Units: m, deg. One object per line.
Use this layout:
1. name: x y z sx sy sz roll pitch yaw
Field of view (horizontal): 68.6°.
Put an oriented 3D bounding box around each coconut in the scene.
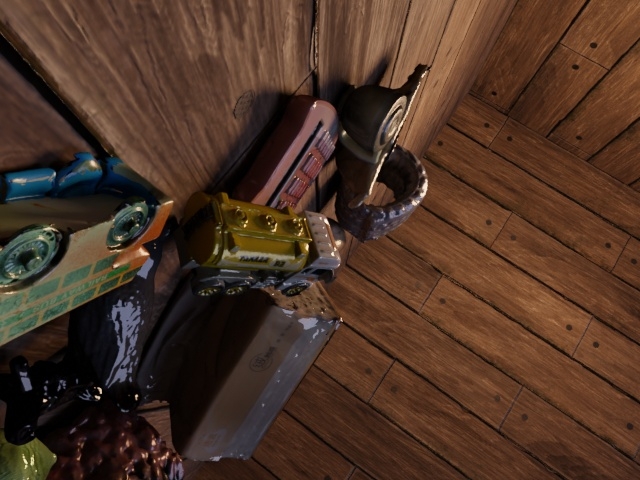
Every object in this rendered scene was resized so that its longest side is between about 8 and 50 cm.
1. coconut: -0.306 0.223 0.447 0.096 0.087 0.087 -2 132 -42

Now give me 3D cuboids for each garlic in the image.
1. garlic: 0.004 -0.001 1.247 0.267 0.149 0.128 -21 108 -67

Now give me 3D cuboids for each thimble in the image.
1. thimble: 0.147 -0.116 1.187 0.236 0.205 0.172 -61 175 -27

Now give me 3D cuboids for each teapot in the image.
1. teapot: 0.084 -0.217 0.830 0.111 0.108 0.149 -57 166 -3

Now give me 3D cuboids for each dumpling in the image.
1. dumpling: 0.102 -0.220 0.970 0.332 0.086 0.166 -62 -161 -8

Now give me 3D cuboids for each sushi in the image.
1. sushi: -0.310 0.358 0.622 0.236 0.171 0.270 -46 168 -49

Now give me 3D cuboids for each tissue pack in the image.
1. tissue pack: -0.154 0.162 0.752 0.305 0.239 0.238 -58 171 16

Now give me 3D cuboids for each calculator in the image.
1. calculator: -0.045 -0.112 0.741 0.220 0.048 0.330 -57 173 4

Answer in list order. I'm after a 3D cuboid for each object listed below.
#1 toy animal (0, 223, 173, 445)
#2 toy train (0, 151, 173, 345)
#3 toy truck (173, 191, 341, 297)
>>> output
1. toy animal: -0.193 0.081 0.433 0.210 0.117 0.121 -55 165 9
2. toy train: -0.189 0.002 0.315 0.099 0.072 0.188 -54 173 26
3. toy truck: -0.070 0.007 0.571 0.114 0.097 0.227 -32 155 33
